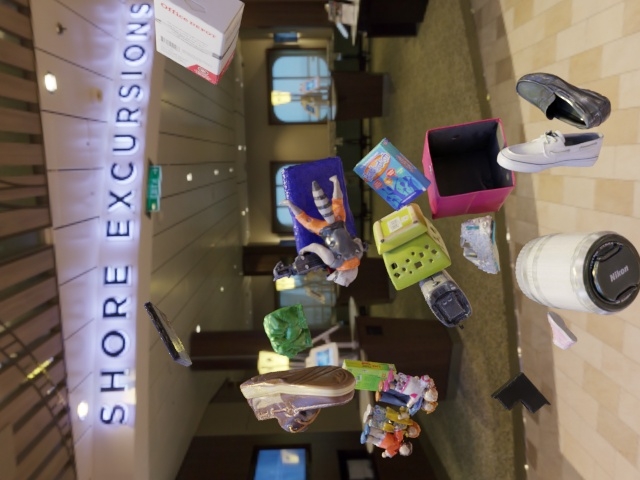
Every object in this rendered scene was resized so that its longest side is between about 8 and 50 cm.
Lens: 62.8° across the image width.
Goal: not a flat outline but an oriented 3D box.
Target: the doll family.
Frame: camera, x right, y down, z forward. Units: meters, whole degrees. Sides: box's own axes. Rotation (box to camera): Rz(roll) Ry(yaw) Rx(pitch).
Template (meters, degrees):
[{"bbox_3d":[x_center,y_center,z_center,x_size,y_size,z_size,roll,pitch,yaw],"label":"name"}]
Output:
[{"bbox_3d":[0.219,0.446,1.395,0.118,0.163,0.263,-90,20,-75],"label":"doll family"}]

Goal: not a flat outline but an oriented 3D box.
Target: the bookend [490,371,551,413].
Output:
[{"bbox_3d":[0.791,0.632,2.080,0.157,0.156,0.072,49,178,15],"label":"bookend"}]

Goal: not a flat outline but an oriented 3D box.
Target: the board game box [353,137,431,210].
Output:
[{"bbox_3d":[0.233,-0.212,1.720,0.160,0.210,0.047,-41,9,51],"label":"board game box"}]

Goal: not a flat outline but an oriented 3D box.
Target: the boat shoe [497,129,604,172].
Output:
[{"bbox_3d":[0.486,-0.199,1.109,0.083,0.226,0.076,-111,19,-48],"label":"boat shoe"}]

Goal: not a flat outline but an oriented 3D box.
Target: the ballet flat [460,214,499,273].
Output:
[{"bbox_3d":[0.599,0.016,1.976,0.409,0.147,0.147,49,-146,-58],"label":"ballet flat"}]

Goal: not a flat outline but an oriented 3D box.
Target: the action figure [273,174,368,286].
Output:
[{"bbox_3d":[0.000,0.000,1.609,0.330,0.341,0.178,63,156,2],"label":"action figure"}]

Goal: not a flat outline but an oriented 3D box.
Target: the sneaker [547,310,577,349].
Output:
[{"bbox_3d":[0.804,0.310,1.782,0.134,0.051,0.070,63,144,38],"label":"sneaker"}]

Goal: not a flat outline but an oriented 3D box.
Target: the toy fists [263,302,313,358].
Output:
[{"bbox_3d":[-0.109,0.318,1.792,0.279,0.142,0.096,79,176,-56],"label":"toy fists"}]

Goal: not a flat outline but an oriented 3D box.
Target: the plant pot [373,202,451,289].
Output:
[{"bbox_3d":[0.322,0.009,1.940,0.207,0.227,0.228,54,-164,-26],"label":"plant pot"}]

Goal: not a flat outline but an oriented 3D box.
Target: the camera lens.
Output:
[{"bbox_3d":[0.710,0.085,1.448,0.274,0.219,0.219,177,92,-72],"label":"camera lens"}]

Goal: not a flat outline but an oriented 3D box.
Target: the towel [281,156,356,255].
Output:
[{"bbox_3d":[0.004,-0.112,1.744,0.076,0.228,0.308,8,113,62],"label":"towel"}]

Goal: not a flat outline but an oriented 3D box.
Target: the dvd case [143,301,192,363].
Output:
[{"bbox_3d":[-0.440,0.278,1.529,0.180,0.022,0.253,58,166,11],"label":"dvd case"}]

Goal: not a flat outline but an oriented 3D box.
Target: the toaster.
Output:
[{"bbox_3d":[0.461,0.209,1.931,0.227,0.129,0.146,50,-168,-25],"label":"toaster"}]

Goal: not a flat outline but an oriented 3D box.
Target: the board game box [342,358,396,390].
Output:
[{"bbox_3d":[0.164,0.474,1.836,0.043,0.181,0.092,-102,21,-66],"label":"board game box"}]

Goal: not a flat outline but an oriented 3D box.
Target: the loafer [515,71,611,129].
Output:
[{"bbox_3d":[0.499,-0.297,1.112,0.223,0.078,0.076,44,164,43],"label":"loafer"}]

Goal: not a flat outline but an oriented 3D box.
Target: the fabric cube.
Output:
[{"bbox_3d":[0.507,-0.242,1.847,0.258,0.259,0.254,65,-163,-75],"label":"fabric cube"}]

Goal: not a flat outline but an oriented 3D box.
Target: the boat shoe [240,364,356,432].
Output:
[{"bbox_3d":[-0.046,0.351,1.138,0.342,0.123,0.123,-18,87,43],"label":"boat shoe"}]

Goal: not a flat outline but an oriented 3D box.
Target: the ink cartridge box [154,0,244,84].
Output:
[{"bbox_3d":[-0.330,-0.571,1.410,0.114,0.197,0.273,-64,9,-16],"label":"ink cartridge box"}]
